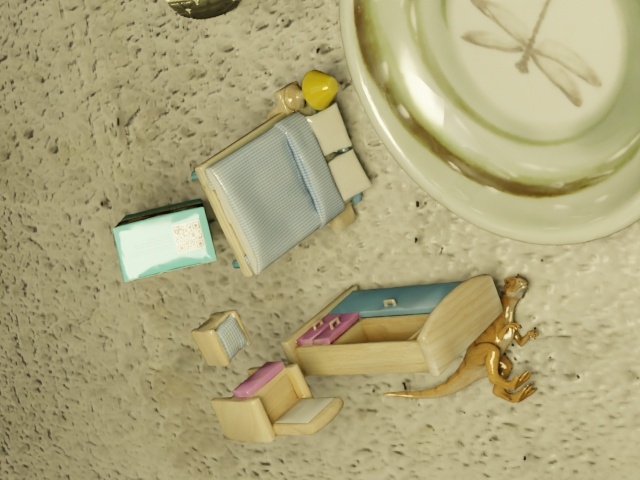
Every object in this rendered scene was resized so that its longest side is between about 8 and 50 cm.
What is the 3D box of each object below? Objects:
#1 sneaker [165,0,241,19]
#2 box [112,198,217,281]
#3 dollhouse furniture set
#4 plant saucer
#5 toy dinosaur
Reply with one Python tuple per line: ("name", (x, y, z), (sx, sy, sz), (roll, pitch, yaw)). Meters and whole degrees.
("sneaker", (-0.147, -0.412, 1.273), (0.130, 0.147, 0.329), (-9, 117, -2))
("box", (-0.175, -0.005, 1.294), (0.101, 0.244, 0.060), (-13, 96, -6))
("dollhouse furniture set", (0.000, 0.000, 1.154), (0.198, 0.286, 0.303), (-9, 110, 43))
("plant saucer", (0.197, -0.193, 1.093), (0.401, 0.100, 0.400), (26, 133, 32))
("toy dinosaur", (0.178, 0.133, 1.251), (0.211, 0.064, 0.112), (-53, 56, 18))
